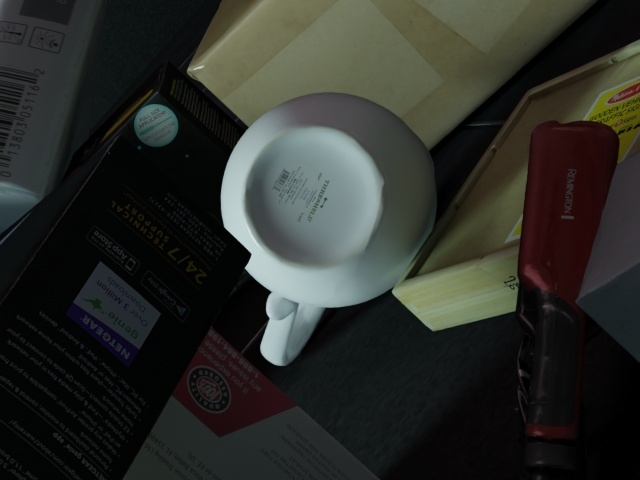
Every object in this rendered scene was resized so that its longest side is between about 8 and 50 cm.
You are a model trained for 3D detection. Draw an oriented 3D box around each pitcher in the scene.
[{"bbox_3d":[0.000,0.000,1.080,0.207,0.125,0.178,1,-67,-82],"label":"pitcher"}]

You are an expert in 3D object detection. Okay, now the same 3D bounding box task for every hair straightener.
[{"bbox_3d":[0.106,0.057,0.752,0.089,0.047,0.230,85,-174,-48],"label":"hair straightener"}]

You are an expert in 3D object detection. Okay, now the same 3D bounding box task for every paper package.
[{"bbox_3d":[0.085,-0.218,1.329,0.325,0.168,0.309,-42,14,22],"label":"paper package"}]

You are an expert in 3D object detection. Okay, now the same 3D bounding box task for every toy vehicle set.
[{"bbox_3d":[0.155,-0.043,0.921,0.166,0.035,0.267,-54,16,-25],"label":"toy vehicle set"}]

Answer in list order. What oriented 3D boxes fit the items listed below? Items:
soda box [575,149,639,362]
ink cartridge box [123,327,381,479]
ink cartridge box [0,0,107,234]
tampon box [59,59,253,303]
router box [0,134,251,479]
[{"bbox_3d":[0.224,-0.039,0.588,0.286,0.098,0.091,-37,18,39],"label":"soda box"},{"bbox_3d":[-0.082,0.164,0.808,0.092,0.158,0.218,-28,24,50],"label":"ink cartridge box"},{"bbox_3d":[-0.266,-0.025,1.543,0.385,0.091,0.308,108,172,-46],"label":"ink cartridge box"},{"bbox_3d":[-0.109,-0.040,1.428,0.120,0.161,0.101,-44,15,14],"label":"tampon box"},{"bbox_3d":[-0.187,0.118,0.745,0.309,0.081,0.243,-33,20,43],"label":"router box"}]
